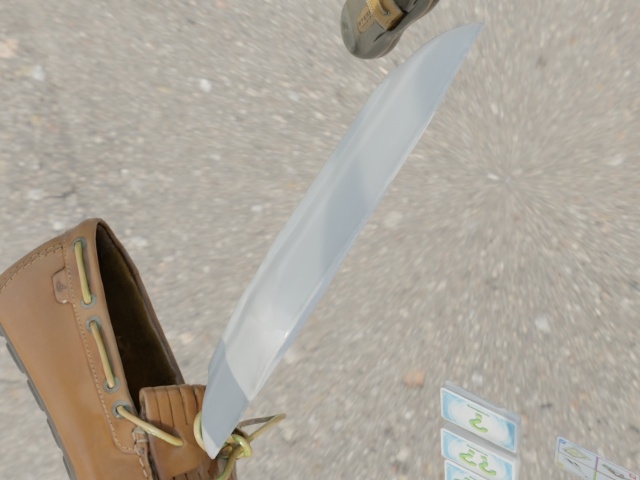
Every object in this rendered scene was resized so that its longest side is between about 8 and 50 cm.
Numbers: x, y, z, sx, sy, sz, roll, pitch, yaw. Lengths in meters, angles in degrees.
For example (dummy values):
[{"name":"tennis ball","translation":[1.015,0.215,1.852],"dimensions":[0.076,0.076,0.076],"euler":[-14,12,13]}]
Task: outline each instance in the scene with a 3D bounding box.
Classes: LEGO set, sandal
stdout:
[{"name":"LEGO set","translation":[0.204,0.237,1.292],"dimensions":[0.244,0.182,0.060],"euler":[25,57,23]},{"name":"sandal","translation":[0.050,-0.220,1.239],"dimensions":[0.060,0.219,0.090],"euler":[-6,73,-23]}]

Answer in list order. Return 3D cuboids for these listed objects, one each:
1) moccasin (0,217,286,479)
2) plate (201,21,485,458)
[{"name":"moccasin","translation":[-0.118,0.149,1.164],"dimensions":[0.147,0.139,0.380],"euler":[-38,63,11]},{"name":"plate","translation":[0.000,0.000,1.040],"dimensions":[0.045,0.277,0.278],"euler":[32,63,1]}]
